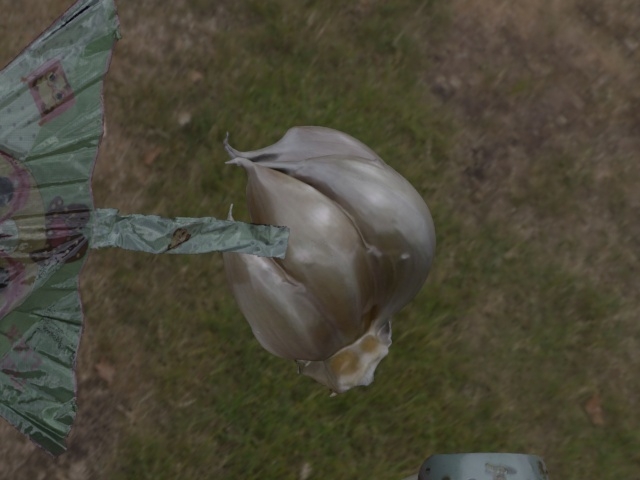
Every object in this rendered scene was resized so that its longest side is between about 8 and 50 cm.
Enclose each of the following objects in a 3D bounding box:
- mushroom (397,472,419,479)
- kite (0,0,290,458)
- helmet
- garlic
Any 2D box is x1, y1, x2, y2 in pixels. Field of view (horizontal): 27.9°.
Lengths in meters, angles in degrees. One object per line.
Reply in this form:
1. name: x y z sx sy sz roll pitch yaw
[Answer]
1. mushroom: 0.009 0.376 1.461 0.407 0.154 0.137 -16 46 -17
2. kite: -0.106 -0.005 0.593 0.250 0.012 0.229 -2 108 -45
3. helmet: 0.171 0.306 1.328 0.153 0.177 0.107 1 29 -12
4. garlic: 0.000 0.000 1.342 0.237 0.210 0.292 -24 115 -20
